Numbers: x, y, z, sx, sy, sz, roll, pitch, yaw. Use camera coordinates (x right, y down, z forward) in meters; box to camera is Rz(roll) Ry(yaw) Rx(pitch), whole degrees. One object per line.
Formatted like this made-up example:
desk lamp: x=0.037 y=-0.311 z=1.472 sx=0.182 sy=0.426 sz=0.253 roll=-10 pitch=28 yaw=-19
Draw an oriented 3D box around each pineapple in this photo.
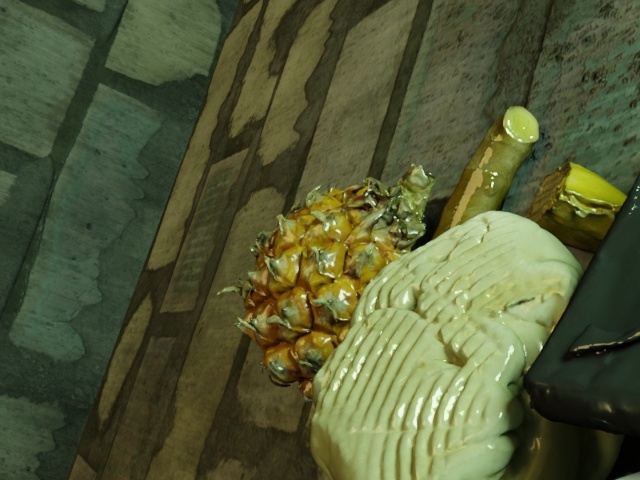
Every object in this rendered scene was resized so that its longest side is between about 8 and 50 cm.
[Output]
pineapple: x=0.001 y=-0.003 z=1.124 sx=0.344 sy=0.209 sz=0.286 roll=-88 pitch=17 yaw=-55

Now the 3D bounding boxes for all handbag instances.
handbag: x=0.287 y=0.026 z=0.594 sx=0.244 sy=0.088 sz=0.275 roll=-2 pitch=49 yaw=55

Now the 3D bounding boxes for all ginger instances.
ginger: x=0.173 y=-0.018 z=1.035 sx=0.299 sy=0.065 sz=0.118 roll=-63 pitch=15 yaw=7

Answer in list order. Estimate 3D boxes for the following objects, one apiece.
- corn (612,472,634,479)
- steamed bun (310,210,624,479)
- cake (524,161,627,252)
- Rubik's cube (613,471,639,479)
corn: x=0.240 y=0.228 z=0.688 sx=0.037 sy=0.037 sz=0.092 roll=-20 pitch=53 yaw=61
steamed bun: x=0.142 y=0.152 z=0.774 sx=0.276 sy=0.203 sz=0.289 roll=-31 pitch=35 yaw=15
cake: x=0.270 y=-0.027 z=0.868 sx=0.185 sy=0.116 sz=0.080 roll=64 pitch=-130 yaw=-78
Rubik's cube: x=0.146 y=0.300 z=0.408 sx=0.387 sy=0.368 sz=0.358 roll=-14 pitch=91 yaw=24
